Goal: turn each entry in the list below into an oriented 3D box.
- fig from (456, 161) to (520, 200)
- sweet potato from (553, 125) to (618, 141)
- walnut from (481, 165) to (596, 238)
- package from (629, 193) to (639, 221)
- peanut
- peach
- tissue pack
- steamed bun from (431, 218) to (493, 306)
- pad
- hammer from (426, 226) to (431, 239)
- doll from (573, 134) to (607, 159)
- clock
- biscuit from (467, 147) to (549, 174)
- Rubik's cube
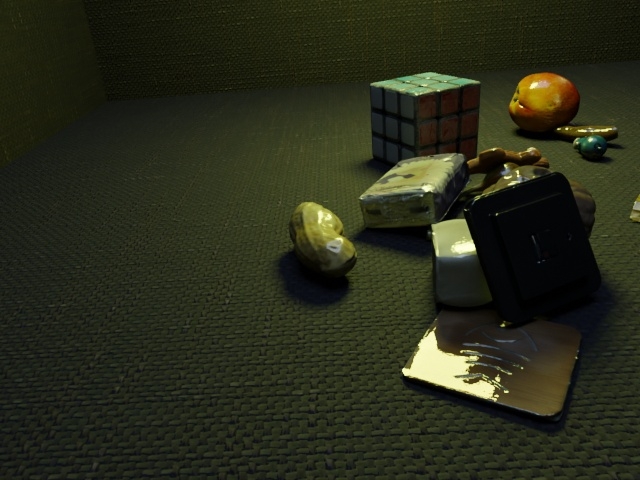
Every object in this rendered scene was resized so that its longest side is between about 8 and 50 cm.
[{"bbox_3d":[0.521,-0.169,1.740,0.236,0.124,0.124,-14,26,7],"label":"fig"},{"bbox_3d":[1.033,-0.411,2.175,0.244,0.077,0.077,7,28,41],"label":"sweet potato"},{"bbox_3d":[0.529,-0.060,1.374,0.273,0.273,0.227,0,64,10],"label":"walnut"},{"bbox_3d":[0.926,-0.093,1.573,0.071,0.047,0.131,19,33,34],"label":"package"},{"bbox_3d":[0.000,0.000,1.458,0.147,0.147,0.305,-9,30,-8],"label":"peanut"},{"bbox_3d":[0.931,-0.564,2.308,0.281,0.238,0.281,6,46,-7],"label":"peach"},{"bbox_3d":[0.291,-0.152,1.690,0.242,0.125,0.344,-2,25,32],"label":"tissue pack"},{"bbox_3d":[0.341,0.044,1.287,0.164,0.146,0.241,-3,21,11],"label":"steamed bun"},{"bbox_3d":[0.340,0.218,1.086,0.287,0.018,0.284,11,31,29],"label":"pad"},{"bbox_3d":[0.322,-0.050,1.623,0.060,0.028,0.195,0,25,-2],"label":"hammer"},{"bbox_3d":[0.986,-0.343,2.034,0.114,0.085,0.152,5,16,-5],"label":"doll"},{"bbox_3d":[0.459,0.011,1.182,0.273,0.278,0.049,-18,-1,-20],"label":"clock"},{"bbox_3d":[0.614,-0.251,1.819,0.324,0.049,0.205,2,-17,-25],"label":"biscuit"},{"bbox_3d":[0.387,-0.450,2.106,0.305,0.303,0.301,-16,29,-25],"label":"Rubik's cube"}]
